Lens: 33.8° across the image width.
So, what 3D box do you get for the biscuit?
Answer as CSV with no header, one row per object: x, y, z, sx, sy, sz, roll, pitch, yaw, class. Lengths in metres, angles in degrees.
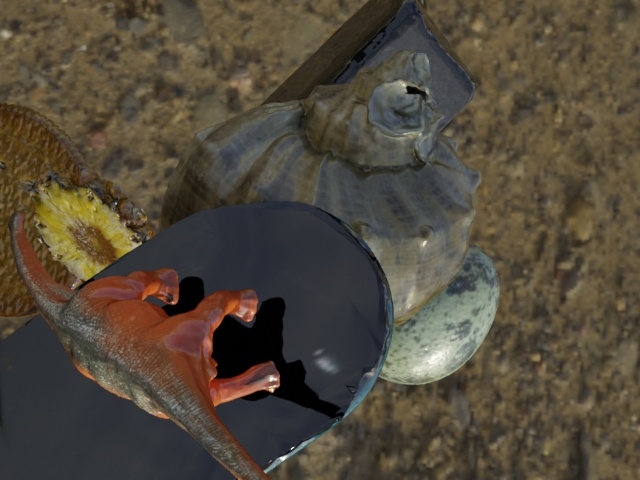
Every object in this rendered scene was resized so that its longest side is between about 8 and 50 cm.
-0.440,-0.042,1.470,0.038,0.305,0.305,-30,115,-71,biscuit

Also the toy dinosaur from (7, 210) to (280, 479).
-0.060,0.054,0.461,0.101,0.279,0.055,-10,115,-52,toy dinosaur

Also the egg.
0.099,0.064,1.007,0.132,0.172,0.132,28,40,-26,egg

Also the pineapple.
-0.256,-0.007,1.238,0.047,0.221,0.221,-48,125,-35,pineapple

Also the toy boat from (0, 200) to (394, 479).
-0.094,0.091,0.581,0.134,0.298,0.092,58,3,13,toy boat

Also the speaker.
0.011,-0.162,1.275,0.388,0.184,0.180,-45,133,2,speaker

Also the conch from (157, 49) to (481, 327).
0.011,0.002,0.757,0.210,0.159,0.291,3,108,-41,conch
